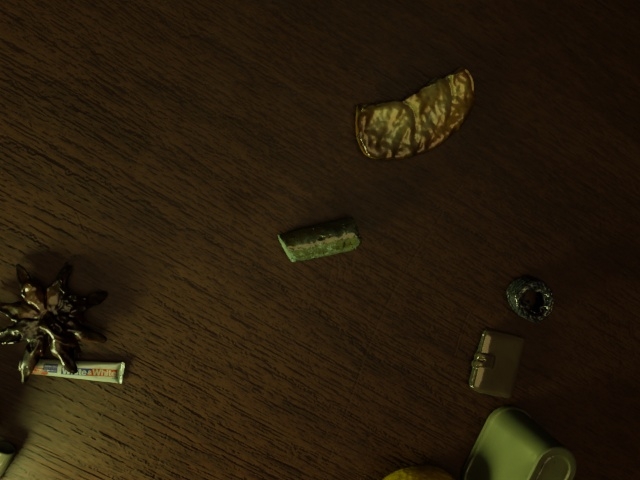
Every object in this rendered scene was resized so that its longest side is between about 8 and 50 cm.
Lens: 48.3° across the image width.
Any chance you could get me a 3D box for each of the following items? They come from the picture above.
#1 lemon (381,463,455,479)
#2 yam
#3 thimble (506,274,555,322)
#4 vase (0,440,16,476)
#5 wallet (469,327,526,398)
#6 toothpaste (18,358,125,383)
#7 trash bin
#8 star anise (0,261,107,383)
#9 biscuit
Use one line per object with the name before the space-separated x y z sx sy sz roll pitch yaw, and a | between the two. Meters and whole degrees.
lemon | 0.221 0.607 1.620 0.256 0.188 0.188 -7 97 -6
yam | 0.000 0.000 1.581 0.179 0.078 0.078 -13 98 -8
thimble | 0.495 0.136 1.677 0.104 0.066 0.095 41 90 -13
vase | -0.701 0.487 1.536 0.053 0.053 0.101 27 95 -10
wallet | 0.418 0.291 1.694 0.118 0.039 0.153 16 90 -12
toothpaste | -0.538 0.279 1.551 0.218 0.033 0.052 7 103 -12
trash bin | 0.446 0.522 1.618 0.121 0.247 0.243 26 90 -12
star anise | -0.577 0.171 1.490 0.271 0.102 0.272 1 85 -11
biscuit | 0.220 -0.273 1.603 0.299 0.045 0.154 -21 97 -7
